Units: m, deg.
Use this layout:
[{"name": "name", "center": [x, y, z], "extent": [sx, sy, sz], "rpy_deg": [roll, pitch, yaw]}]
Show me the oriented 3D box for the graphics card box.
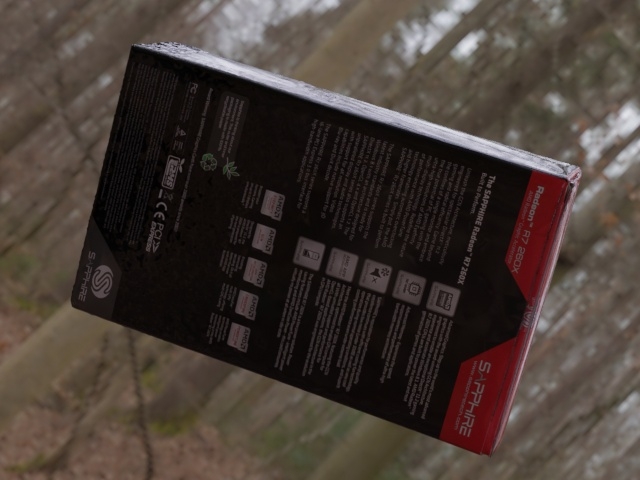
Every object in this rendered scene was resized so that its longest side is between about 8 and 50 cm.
[{"name": "graphics card box", "center": [0.000, 0.000, 1.229], "extent": [0.371, 0.232, 0.094], "rpy_deg": [17, 14, 13]}]
